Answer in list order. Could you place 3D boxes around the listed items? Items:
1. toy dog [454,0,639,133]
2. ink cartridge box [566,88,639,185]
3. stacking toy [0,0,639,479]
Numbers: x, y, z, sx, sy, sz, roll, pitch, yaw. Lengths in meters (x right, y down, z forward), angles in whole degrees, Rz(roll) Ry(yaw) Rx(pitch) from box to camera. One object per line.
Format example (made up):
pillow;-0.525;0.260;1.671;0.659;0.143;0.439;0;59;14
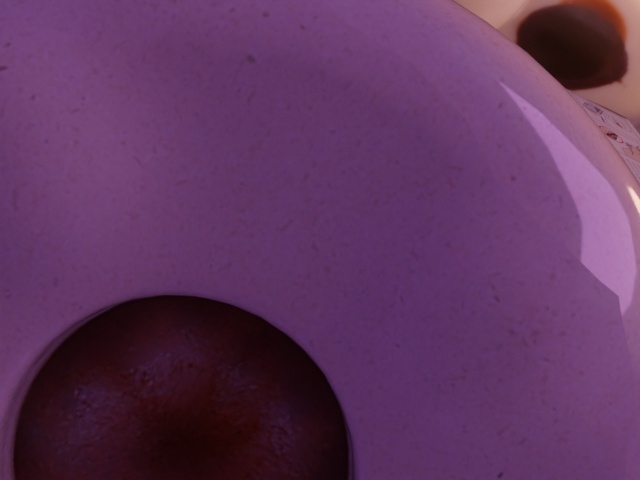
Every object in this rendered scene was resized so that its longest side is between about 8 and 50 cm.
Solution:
toy dog;0.190;-0.255;1.231;0.408;0.284;0.395;15;54;-38
ink cartridge box;0.104;0.076;0.725;0.130;0.271;0.309;23;26;-19
stacking toy;-0.046;0.063;0.595;0.480;0.351;0.350;-87;153;-87
